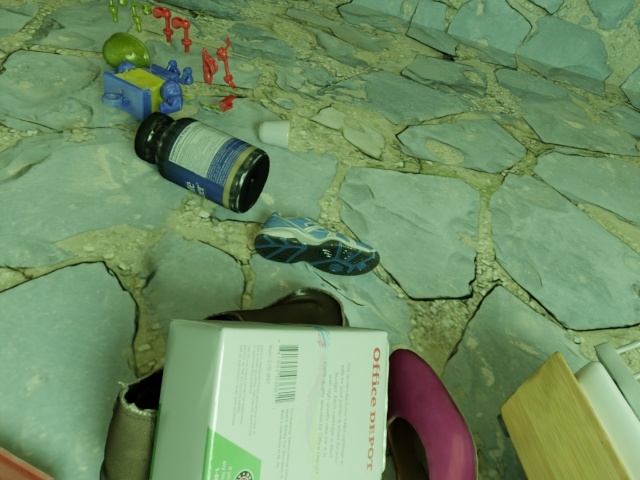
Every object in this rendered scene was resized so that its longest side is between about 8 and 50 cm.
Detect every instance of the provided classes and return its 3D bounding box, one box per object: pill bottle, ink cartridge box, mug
[{"bbox_3d":[-0.211,-0.145,0.820,0.219,0.122,0.122,25,43,9],"label":"pill bottle"},{"bbox_3d":[-0.034,0.155,0.427,0.213,0.093,0.154,12,79,-43],"label":"ink cartridge box"},{"bbox_3d":[-0.101,-0.233,1.012,0.064,0.078,0.062,4,76,-3],"label":"mug"}]

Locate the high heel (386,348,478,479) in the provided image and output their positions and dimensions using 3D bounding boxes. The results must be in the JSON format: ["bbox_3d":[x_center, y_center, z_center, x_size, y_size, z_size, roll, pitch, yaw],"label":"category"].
[{"bbox_3d":[0.077,0.280,0.479,0.182,0.127,0.377,-1,41,-11],"label":"high heel"}]

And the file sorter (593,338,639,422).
[{"bbox_3d":[0.465,0.232,0.501,0.277,0.173,0.192,50,20,-30],"label":"file sorter"}]

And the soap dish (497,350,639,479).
[{"bbox_3d":[0.302,0.274,0.469,0.291,0.118,0.228,44,25,-41],"label":"soap dish"}]

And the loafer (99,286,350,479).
[{"bbox_3d":[-0.073,0.139,0.525,0.134,0.130,0.366,19,30,25],"label":"loafer"}]

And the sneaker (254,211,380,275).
[{"bbox_3d":[0.000,0.000,0.773,0.212,0.080,0.081,15,45,-5],"label":"sneaker"}]

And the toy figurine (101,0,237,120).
[{"bbox_3d":[-0.381,-0.352,0.943,0.363,0.191,0.217,29,48,13],"label":"toy figurine"}]

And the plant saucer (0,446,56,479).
[{"bbox_3d":[-0.394,0.275,0.371,0.259,0.047,0.259,25,43,7],"label":"plant saucer"}]
